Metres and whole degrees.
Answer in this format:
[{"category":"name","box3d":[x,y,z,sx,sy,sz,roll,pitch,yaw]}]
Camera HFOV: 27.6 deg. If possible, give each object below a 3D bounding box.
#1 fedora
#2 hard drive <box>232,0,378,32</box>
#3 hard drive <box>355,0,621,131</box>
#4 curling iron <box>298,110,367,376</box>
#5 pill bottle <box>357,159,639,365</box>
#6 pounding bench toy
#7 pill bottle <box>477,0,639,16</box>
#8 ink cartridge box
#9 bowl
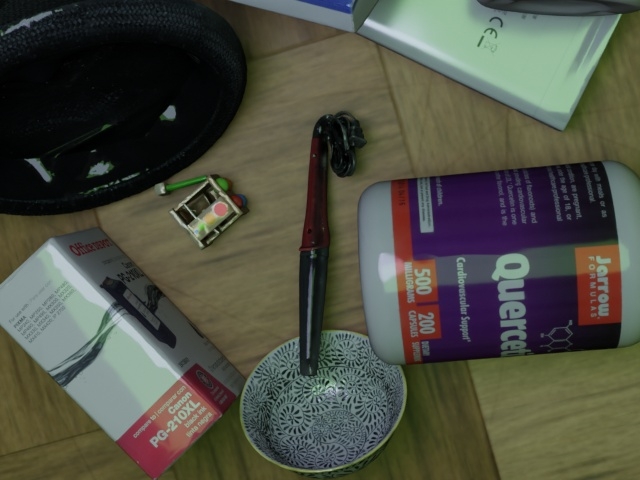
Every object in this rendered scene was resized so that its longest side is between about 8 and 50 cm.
[{"category":"fedora","box3d":[-0.245,-0.166,1.270,0.334,0.334,0.152,-24,59,7]},{"category":"hard drive","box3d":[-0.069,-0.309,1.218,0.319,0.040,0.210,18,55,20]},{"category":"hard drive","box3d":[0.134,-0.290,1.301,0.353,0.047,0.233,26,96,2]},{"category":"curling iron","box3d":[0.000,0.000,1.312,0.035,0.068,0.274,12,84,-30]},{"category":"pill bottle","box3d":[0.202,0.020,1.251,0.323,0.181,0.181,-5,94,6]},{"category":"pounding bench toy","box3d":[-0.122,-0.044,1.340,0.065,0.052,0.083,-41,90,7]},{"category":"pill bottle","box3d":[0.227,-0.354,1.184,0.160,0.160,0.283,4,94,5]},{"category":"ink cartridge box","box3d":[-0.198,0.105,1.298,0.100,0.172,0.237,-44,89,7]},{"category":"bowl","box3d":[0.009,0.181,1.318,0.170,0.170,0.080,-9,137,6]}]
